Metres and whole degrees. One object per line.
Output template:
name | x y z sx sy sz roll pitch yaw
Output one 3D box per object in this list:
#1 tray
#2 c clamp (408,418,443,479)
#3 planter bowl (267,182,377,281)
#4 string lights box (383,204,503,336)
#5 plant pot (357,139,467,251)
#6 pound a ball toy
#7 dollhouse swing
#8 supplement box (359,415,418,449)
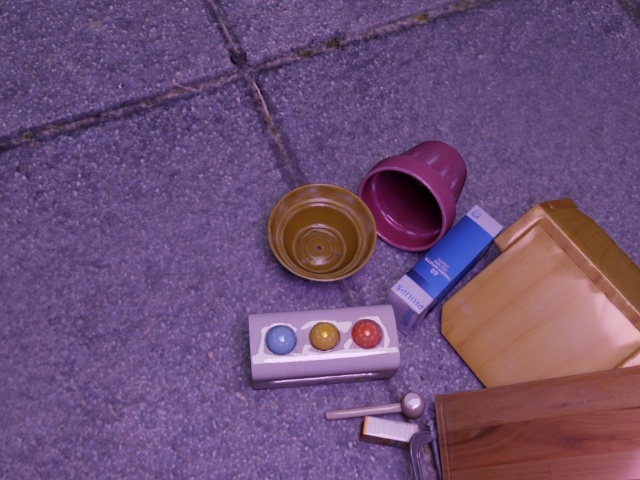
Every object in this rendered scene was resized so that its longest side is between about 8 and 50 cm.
tray | 0.413 0.344 1.331 0.410 0.076 0.203 -14 60 20
c clamp | 0.203 0.401 1.384 0.022 0.137 0.161 -16 73 34
planter bowl | 0.000 0.000 1.555 0.217 0.090 0.217 2 63 -4
string lights box | 0.239 0.060 1.523 0.076 0.133 0.259 42 67 14
plant pot | 0.205 -0.108 1.581 0.201 0.201 0.180 34 50 11
pound a ball toy | 0.031 0.227 1.422 0.319 0.136 0.208 -3 64 -6
dollhouse swing | 0.470 0.149 1.544 0.347 0.305 0.315 50 29 18
supplement box | 0.124 0.352 1.410 0.098 0.062 0.036 10 64 1
